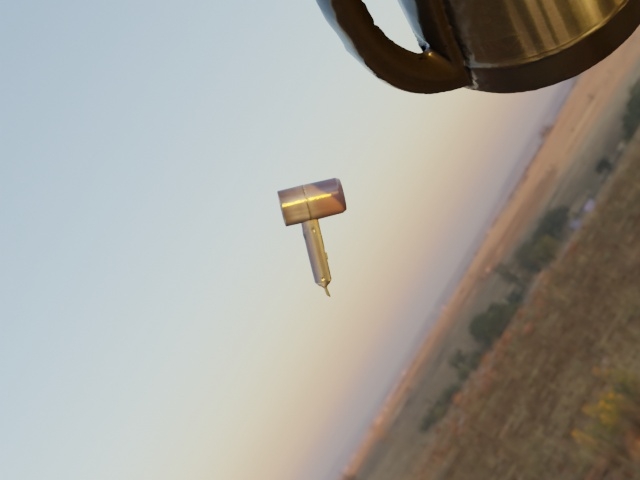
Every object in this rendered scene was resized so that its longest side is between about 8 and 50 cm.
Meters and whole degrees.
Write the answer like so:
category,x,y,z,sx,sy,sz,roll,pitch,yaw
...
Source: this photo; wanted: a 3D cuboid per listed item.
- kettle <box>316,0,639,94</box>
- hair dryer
category,x,y,z,sx,sy,sz,roll,pitch,yaw
kettle,0.101,-0.258,0.861,0.250,0.207,0.271,-26,-41,9
hair dryer,0.000,0.000,1.156,0.037,0.063,0.114,-122,20,-83
